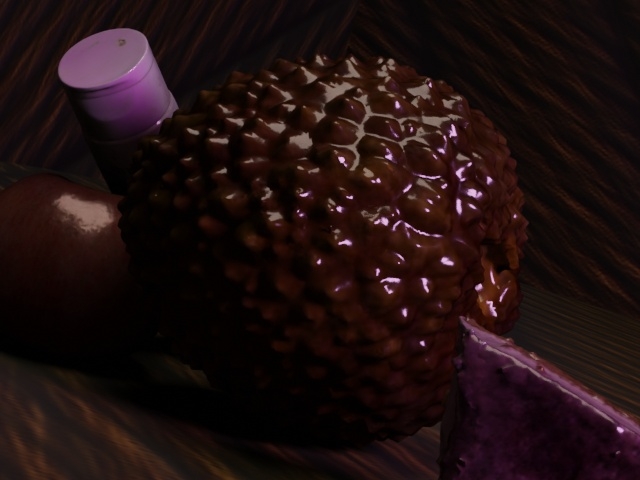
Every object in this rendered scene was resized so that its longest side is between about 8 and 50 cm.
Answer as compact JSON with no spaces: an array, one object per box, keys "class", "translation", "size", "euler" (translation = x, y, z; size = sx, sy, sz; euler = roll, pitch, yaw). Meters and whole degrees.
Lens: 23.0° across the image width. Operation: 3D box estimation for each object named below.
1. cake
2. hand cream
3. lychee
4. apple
[{"class":"cake","translation":[0.175,0.153,0.804],"size":[0.295,0.113,0.116],"euler":[27,0,11]},{"class":"hand cream","translation":[-0.115,-0.016,1.191],"size":[0.111,0.070,0.312],"euler":[14,-40,34]},{"class":"lychee","translation":[0.000,0.000,1.019],"size":[0.267,0.267,0.267],"euler":[14,4,-1]},{"class":"apple","translation":[-0.175,0.017,1.110],"size":[0.153,0.120,0.153],"euler":[14,3,-1]}]
